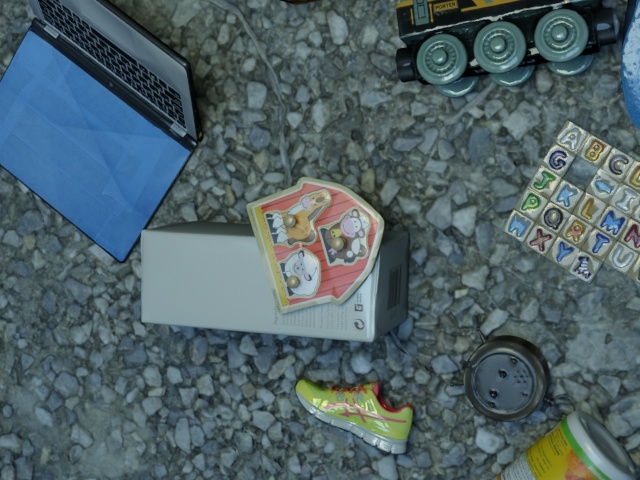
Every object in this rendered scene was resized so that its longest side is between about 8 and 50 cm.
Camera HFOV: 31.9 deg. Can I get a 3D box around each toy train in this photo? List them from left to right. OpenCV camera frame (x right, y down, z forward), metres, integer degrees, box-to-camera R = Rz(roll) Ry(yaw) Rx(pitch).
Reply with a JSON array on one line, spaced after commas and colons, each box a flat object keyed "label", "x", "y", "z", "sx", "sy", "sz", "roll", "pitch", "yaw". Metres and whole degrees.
[{"label": "toy train", "x": 0.265, "y": -0.328, "z": 1.650, "sx": 0.333, "sy": 0.142, "sz": 0.190, "roll": -9, "pitch": 84, "yaw": 19}]

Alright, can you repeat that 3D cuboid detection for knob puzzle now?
[{"label": "knob puzzle", "x": 0.000, "y": 0.000, "z": 1.610, "sx": 0.213, "sy": 0.030, "sz": 0.213, "roll": 0, "pitch": 91, "yaw": 18}]

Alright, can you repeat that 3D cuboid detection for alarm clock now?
[{"label": "alarm clock", "x": 0.306, "y": 0.224, "z": 1.737, "sx": 0.192, "sy": 0.064, "sz": 0.129, "roll": 25, "pitch": 103, "yaw": 11}]

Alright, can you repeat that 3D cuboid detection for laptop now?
[{"label": "laptop", "x": -0.413, "y": -0.224, "z": 1.843, "sx": 0.382, "sy": 0.408, "sz": 0.236, "roll": 37, "pitch": 73, "yaw": 11}]

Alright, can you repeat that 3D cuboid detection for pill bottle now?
[{"label": "pill bottle", "x": 0.344, "y": 0.384, "z": 1.700, "sx": 0.136, "sy": 0.136, "sz": 0.246, "roll": 47, "pitch": 108, "yaw": 8}]

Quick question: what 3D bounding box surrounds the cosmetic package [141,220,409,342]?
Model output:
[{"label": "cosmetic package", "x": -0.068, "y": 0.057, "z": 1.764, "sx": 0.384, "sy": 0.217, "sz": 0.156, "roll": 4, "pitch": 96, "yaw": 16}]

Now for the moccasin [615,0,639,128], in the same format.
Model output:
[{"label": "moccasin", "x": 0.498, "y": -0.320, "z": 1.578, "sx": 0.137, "sy": 0.117, "sz": 0.342, "roll": 7, "pitch": 95, "yaw": 18}]

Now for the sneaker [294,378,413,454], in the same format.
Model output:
[{"label": "sneaker", "x": 0.058, "y": 0.264, "z": 1.821, "sx": 0.208, "sy": 0.081, "sz": 0.094, "roll": 24, "pitch": 96, "yaw": 8}]

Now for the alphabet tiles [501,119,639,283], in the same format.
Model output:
[{"label": "alphabet tiles", "x": 0.424, "y": -0.038, "z": 1.691, "sx": 0.237, "sy": 0.009, "sz": 0.198, "roll": 32, "pitch": 105, "yaw": 13}]

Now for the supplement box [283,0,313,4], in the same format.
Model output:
[{"label": "supplement box", "x": -0.030, "y": -0.471, "z": 1.697, "sx": 0.129, "sy": 0.194, "sz": 0.191, "roll": -9, "pitch": 93, "yaw": 19}]
